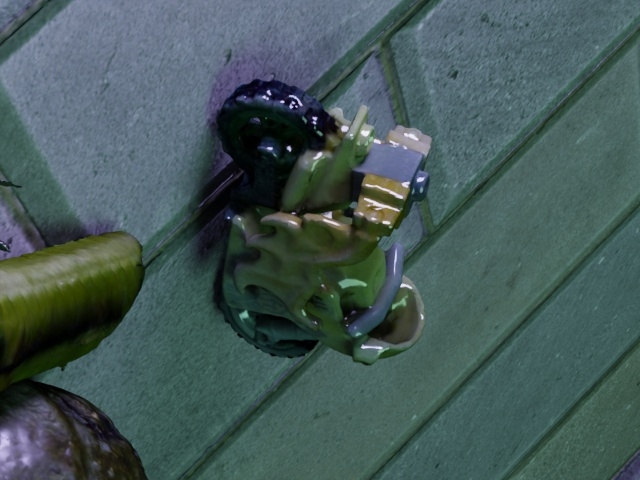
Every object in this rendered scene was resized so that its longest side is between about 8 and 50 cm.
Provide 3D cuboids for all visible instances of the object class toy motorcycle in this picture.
[{"bbox_3d":[0.000,0.000,2.109,0.410,0.237,0.169,91,18,-50],"label":"toy motorcycle"}]

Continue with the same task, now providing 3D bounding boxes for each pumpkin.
[{"bbox_3d":[-0.306,0.279,1.941,0.256,0.303,0.225,-33,155,28],"label":"pumpkin"}]

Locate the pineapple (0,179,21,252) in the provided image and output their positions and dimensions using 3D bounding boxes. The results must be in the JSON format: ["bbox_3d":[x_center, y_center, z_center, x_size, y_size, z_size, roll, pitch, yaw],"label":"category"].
[{"bbox_3d":[-0.384,-0.021,1.598,0.364,0.165,0.165,-26,145,-54],"label":"pineapple"}]

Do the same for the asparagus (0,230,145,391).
[{"bbox_3d":[-0.275,0.070,1.846,0.382,0.108,0.128,-19,110,-67],"label":"asparagus"}]
